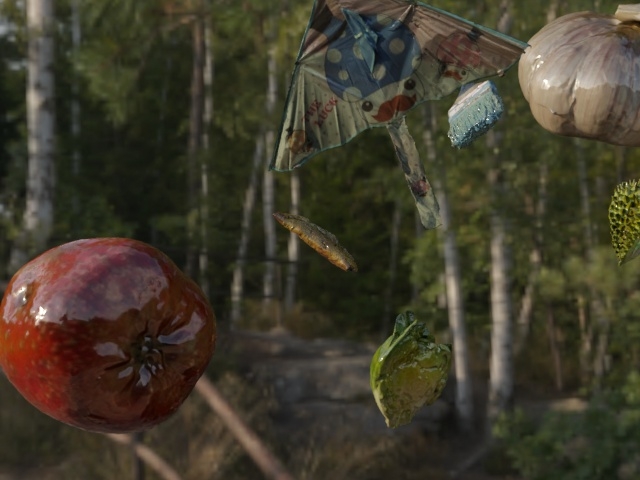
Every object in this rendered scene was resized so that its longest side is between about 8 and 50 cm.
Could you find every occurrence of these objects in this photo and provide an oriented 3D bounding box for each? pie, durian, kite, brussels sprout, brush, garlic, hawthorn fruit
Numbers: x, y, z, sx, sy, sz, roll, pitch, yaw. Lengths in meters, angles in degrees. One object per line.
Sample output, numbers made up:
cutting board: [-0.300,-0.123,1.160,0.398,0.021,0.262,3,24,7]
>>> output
pie: [0.000,0.000,1.843,0.170,0.034,0.092,38,19,10]
durian: [0.487,-0.041,1.623,0.086,0.100,0.215,14,33,33]
kite: [0.076,-0.157,1.209,0.335,0.314,0.011,-22,11,22]
brussels sprout: [0.140,0.215,1.780,0.139,0.181,0.100,4,28,-31]
brush: [0.166,-0.167,1.203,0.070,0.196,0.021,-38,-66,24]
garlic: [0.491,-0.280,1.870,0.321,0.241,0.322,-7,7,1]
hawthorn fruit: [-0.304,0.129,1.463,0.299,0.275,0.275,-2,-4,27]
